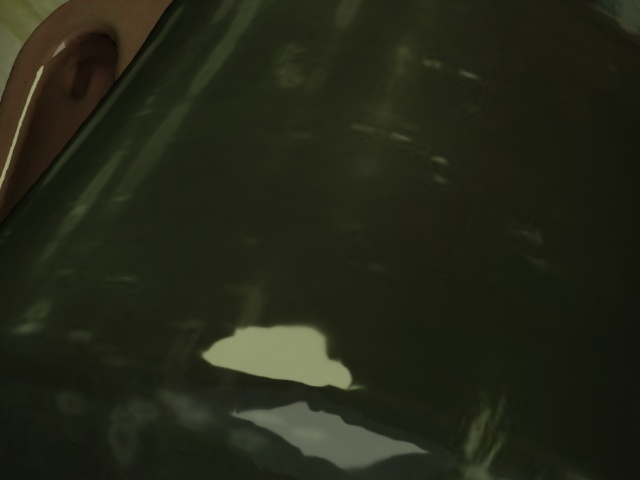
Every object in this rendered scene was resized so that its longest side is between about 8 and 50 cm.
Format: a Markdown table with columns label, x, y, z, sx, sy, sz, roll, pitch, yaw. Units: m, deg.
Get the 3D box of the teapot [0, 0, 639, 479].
| label | x | y | z | sx | sy | sz | roll | pitch | yaw |
| --- | --- | --- | --- | --- | --- | --- | --- | --- | --- |
| teapot | 0.000 | 0.000 | 0.635 | 0.376 | 0.305 | 0.361 | -1 | 60 | 36 |
